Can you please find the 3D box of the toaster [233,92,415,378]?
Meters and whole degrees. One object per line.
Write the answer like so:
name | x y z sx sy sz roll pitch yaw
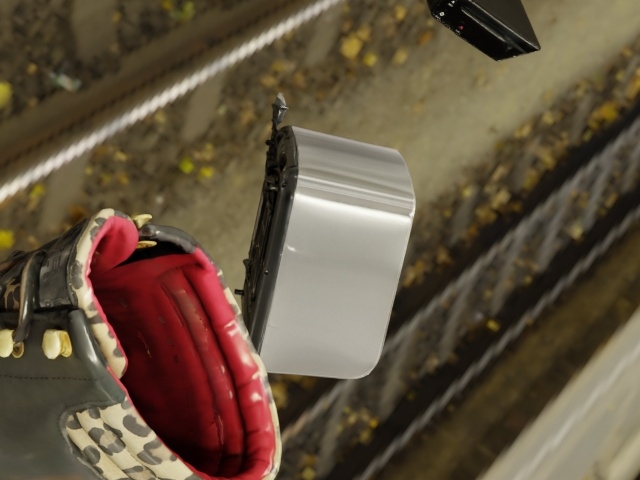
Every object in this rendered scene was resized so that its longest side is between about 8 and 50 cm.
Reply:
toaster | 0.000 0.000 1.252 0.168 0.110 0.186 -103 -156 -72

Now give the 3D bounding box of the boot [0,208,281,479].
boot | -0.214 0.031 0.878 0.377 0.284 0.138 60 38 -24

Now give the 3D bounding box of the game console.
game console | 0.068 -0.315 1.576 0.361 0.213 0.044 29 119 -30
